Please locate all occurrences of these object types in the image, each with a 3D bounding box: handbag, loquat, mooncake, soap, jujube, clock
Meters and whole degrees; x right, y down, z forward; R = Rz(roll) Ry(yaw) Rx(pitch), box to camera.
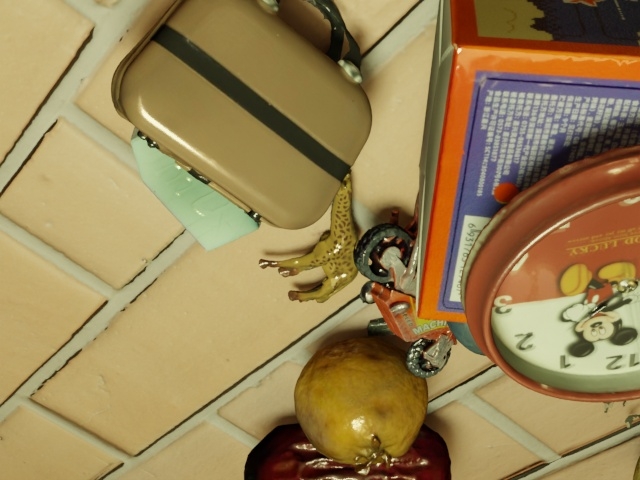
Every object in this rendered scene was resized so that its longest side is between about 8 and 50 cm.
[{"bbox_3d":[-0.073,-0.190,0.942,0.302,0.149,0.283,36,88,-22],"label":"handbag"},{"bbox_3d":[0.066,0.261,1.260,0.238,0.238,0.193,8,126,2],"label":"loquat"},{"bbox_3d":[0.677,0.282,1.296,0.346,0.057,0.150,8,117,6],"label":"mooncake"},{"bbox_3d":[-0.176,-0.108,1.091,0.145,0.091,0.230,-25,122,25],"label":"soap"},{"bbox_3d":[0.051,0.440,1.400,0.376,0.258,0.258,0,129,11],"label":"jujube"},{"bbox_3d":[0.295,0.038,0.734,0.318,0.080,0.318,-1,131,-1],"label":"clock"}]

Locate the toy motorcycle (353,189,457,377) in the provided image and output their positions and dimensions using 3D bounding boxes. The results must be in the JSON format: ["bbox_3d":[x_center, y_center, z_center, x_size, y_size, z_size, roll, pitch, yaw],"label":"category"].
[{"bbox_3d":[0.157,0.075,1.162,0.171,0.089,0.298,-33,121,-10],"label":"toy motorcycle"}]

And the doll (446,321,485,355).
[{"bbox_3d":[0.286,0.065,1.065,0.154,0.258,0.228,27,119,37],"label":"doll"}]

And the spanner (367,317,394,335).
[{"bbox_3d":[0.236,0.136,1.270,0.325,0.026,0.093,-7,129,16],"label":"spanner"}]

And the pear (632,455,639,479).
[{"bbox_3d":[0.665,0.431,1.332,0.228,0.188,0.211,27,123,-9],"label":"pear"}]

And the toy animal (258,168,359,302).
[{"bbox_3d":[0.009,0.004,1.177,0.149,0.054,0.275,29,130,-10],"label":"toy animal"}]

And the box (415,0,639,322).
[{"bbox_3d":[0.251,-0.125,0.860,0.256,0.319,0.349,6,129,5],"label":"box"}]
